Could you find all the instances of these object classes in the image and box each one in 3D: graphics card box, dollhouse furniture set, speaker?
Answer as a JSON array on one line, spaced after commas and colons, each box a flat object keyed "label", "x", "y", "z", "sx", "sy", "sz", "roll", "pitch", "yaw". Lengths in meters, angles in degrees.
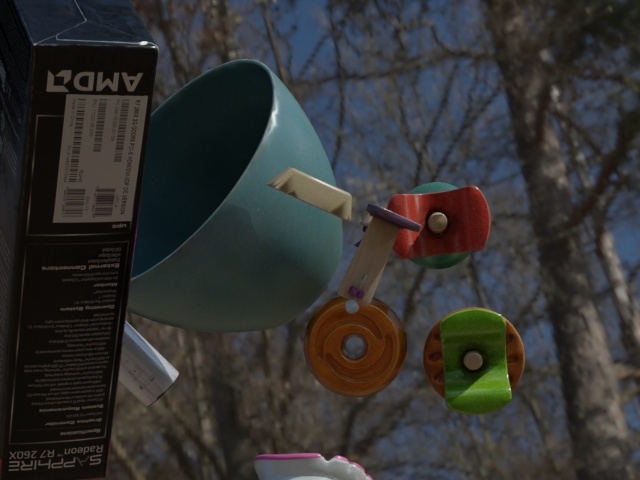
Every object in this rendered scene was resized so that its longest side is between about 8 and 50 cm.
[{"label": "graphics card box", "x": -0.210, "y": -0.026, "z": 1.119, "sx": 0.094, "sy": 0.233, "sz": 0.370, "roll": -2, "pitch": -60, "yaw": -20}, {"label": "dollhouse furniture set", "x": 0.000, "y": 0.000, "z": 1.103, "sx": 0.114, "sy": 0.091, "sz": 0.081, "roll": 24, "pitch": -90, "yaw": -12}, {"label": "speaker", "x": -0.226, "y": 0.122, "z": 1.653, "sx": 0.136, "sy": 0.055, "sz": 0.055, "roll": 45, "pitch": -64, "yaw": -10}]

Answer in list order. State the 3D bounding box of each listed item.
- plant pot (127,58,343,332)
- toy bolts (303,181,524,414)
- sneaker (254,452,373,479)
[{"label": "plant pot", "x": -0.091, "y": -0.015, "z": 1.534, "sx": 0.290, "sy": 0.290, "sz": 0.195, "roll": -35, "pitch": -58, "yaw": 22}, {"label": "toy bolts", "x": 0.096, "y": 0.056, "z": 1.483, "sx": 0.218, "sy": 0.228, "sz": 0.158, "roll": -1, "pitch": -2, "yaw": 4}, {"label": "sneaker", "x": 0.024, "y": 0.251, "z": 1.043, "sx": 0.103, "sy": 0.111, "sz": 0.252, "roll": -9, "pitch": -39, "yaw": 37}]
